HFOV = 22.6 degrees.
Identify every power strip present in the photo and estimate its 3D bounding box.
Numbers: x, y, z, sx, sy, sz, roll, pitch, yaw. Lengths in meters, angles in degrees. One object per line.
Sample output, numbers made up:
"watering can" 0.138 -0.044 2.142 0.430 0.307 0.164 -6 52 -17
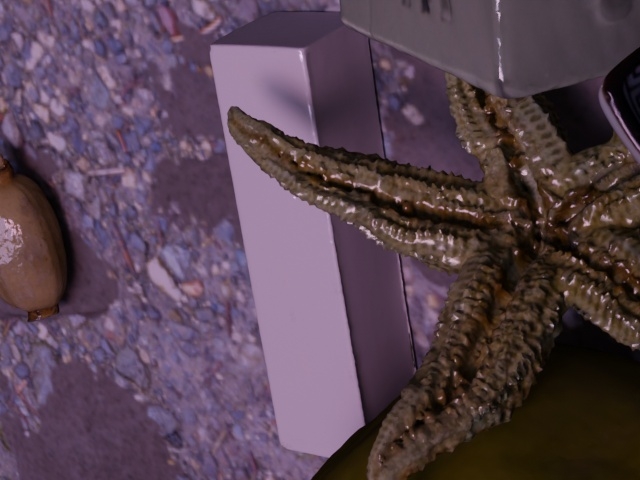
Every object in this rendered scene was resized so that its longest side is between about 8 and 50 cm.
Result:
"power strip" 0.115 -0.158 0.797 0.224 0.139 0.140 36 136 54

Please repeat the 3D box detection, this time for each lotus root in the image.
"lotus root" -0.238 -0.003 1.250 0.073 0.062 0.150 -1 115 36

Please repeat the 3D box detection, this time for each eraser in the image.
"eraser" 0.000 0.000 1.071 0.078 0.076 0.298 7 118 33

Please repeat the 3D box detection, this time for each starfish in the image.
"starfish" 0.129 -0.026 0.897 0.347 0.358 0.078 -16 147 11

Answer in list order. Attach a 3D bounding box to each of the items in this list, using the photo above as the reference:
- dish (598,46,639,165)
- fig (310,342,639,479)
"dish" 0.266 -0.066 0.780 0.182 0.243 0.080 52 170 3
"fig" 0.117 0.229 0.935 0.343 0.343 0.343 17 123 28
